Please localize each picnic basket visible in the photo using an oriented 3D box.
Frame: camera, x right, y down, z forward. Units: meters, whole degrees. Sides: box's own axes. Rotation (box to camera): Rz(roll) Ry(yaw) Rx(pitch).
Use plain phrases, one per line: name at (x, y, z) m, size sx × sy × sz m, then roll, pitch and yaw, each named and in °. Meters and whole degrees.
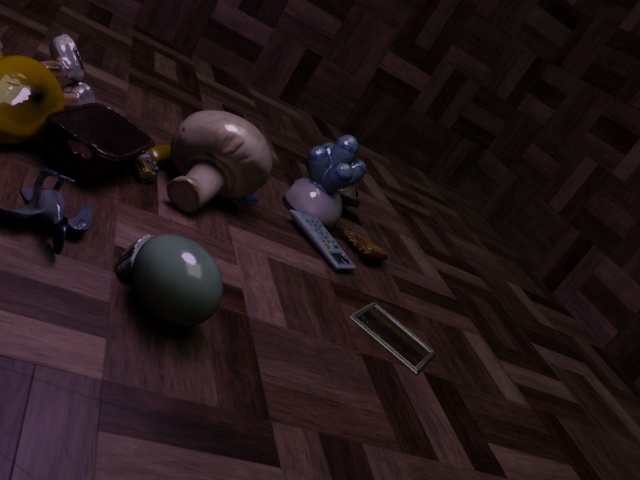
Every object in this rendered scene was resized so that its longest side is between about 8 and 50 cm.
picnic basket at (-0.596, -0.250, 1.652) m, size 0.223 × 0.129 × 0.297 m, roll 34°, pitch 21°, yaw -2°

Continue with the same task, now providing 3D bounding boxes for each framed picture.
framed picture at (0.215, 0.277, 1.811) m, size 0.252 × 0.014 × 0.197 m, roll 39°, pitch 21°, yaw 16°

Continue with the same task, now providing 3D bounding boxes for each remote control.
remote control at (0.001, -0.001, 2.072) m, size 0.103 × 0.051 × 0.293 m, roll 4°, pitch 39°, yaw -51°

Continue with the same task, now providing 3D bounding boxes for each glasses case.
glasses case at (-0.476, -0.271, 1.967) m, size 0.079 × 0.064 × 0.234 m, roll 47°, pitch 22°, yaw 13°

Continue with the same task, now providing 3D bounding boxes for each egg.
egg at (-0.299, 0.080, 1.290) m, size 0.168 × 0.168 × 0.231 m, roll 6°, pitch 31°, yaw -51°

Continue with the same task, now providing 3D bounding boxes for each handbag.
handbag at (0.042, -0.235, 2.545) m, size 0.235 × 0.127 × 0.213 m, roll 25°, pitch 20°, yaw -25°

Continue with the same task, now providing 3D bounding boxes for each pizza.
pizza at (0.145, 0.017, 2.233) m, size 0.199 × 0.062 × 0.188 m, roll 38°, pitch 8°, yaw 30°

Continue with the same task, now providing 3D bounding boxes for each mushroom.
mushroom at (-0.319, -0.257, 1.849) m, size 0.315 × 0.315 × 0.356 m, roll 43°, pitch 22°, yaw 25°

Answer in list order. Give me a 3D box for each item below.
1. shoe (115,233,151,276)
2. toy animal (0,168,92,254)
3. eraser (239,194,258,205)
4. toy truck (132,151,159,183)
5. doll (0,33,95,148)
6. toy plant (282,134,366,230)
shoe at (-0.405, 0.043, 1.383) m, size 0.071 × 0.064 × 0.143 m, roll 47°, pitch 23°, yaw -14°
toy animal at (-0.595, -0.066, 1.324) m, size 0.239 × 0.176 × 0.256 m, roll 18°, pitch -9°, yaw -42°
eraser at (-0.256, -0.150, 2.064) m, size 0.085 × 0.027 × 0.063 m, roll 38°, pitch 20°, yaw 16°
toy truck at (-0.516, -0.215, 1.801) m, size 0.063 × 0.052 × 0.123 m, roll 4°, pitch 36°, yaw -41°
doll at (-0.749, -0.403, 1.599) m, size 0.423 × 0.161 × 0.347 m, roll 3°, pitch 74°, yaw -66°
toy plant at (0.036, -0.233, 2.246) m, size 0.247 × 0.332 × 0.247 m, roll 27°, pitch 21°, yaw -11°
